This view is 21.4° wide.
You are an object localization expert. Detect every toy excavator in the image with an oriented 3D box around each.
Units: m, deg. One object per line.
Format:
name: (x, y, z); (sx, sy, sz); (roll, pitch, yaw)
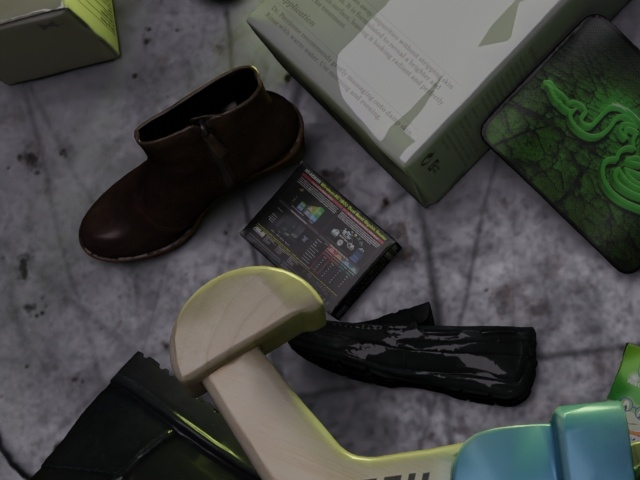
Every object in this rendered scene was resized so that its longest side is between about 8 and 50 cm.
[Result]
toy excavator: (0.120, 0.216, 1.299); (0.445, 0.222, 0.433); (-6, 75, 0)

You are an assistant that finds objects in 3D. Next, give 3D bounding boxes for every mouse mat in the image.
mouse mat: (0.254, -0.084, 1.480); (0.189, 0.007, 0.152); (44, 94, 0)

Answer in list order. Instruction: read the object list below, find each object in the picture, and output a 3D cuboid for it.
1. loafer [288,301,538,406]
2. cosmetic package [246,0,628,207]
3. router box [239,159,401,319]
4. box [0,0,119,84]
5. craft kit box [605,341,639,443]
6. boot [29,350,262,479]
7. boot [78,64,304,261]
loafer: (0.083, 0.093, 1.512); (0.223, 0.076, 0.078); (9, 75, 10)
cosmetic package: (0.148, -0.249, 1.529); (0.385, 0.156, 0.217); (-44, 72, 0)
router box: (0.000, 0.000, 1.568); (0.122, 0.038, 0.092); (42, 90, 18)
box: (-0.291, -0.290, 1.644); (0.127, 0.148, 0.232); (-13, 75, 11)
craft kit box: (0.331, 0.244, 1.428); (0.250, 0.061, 0.247); (22, 86, 17)
boot: (-0.176, 0.360, 1.414); (0.367, 0.146, 0.445); (32, 68, 26)
boot: (-0.138, -0.072, 1.528); (0.248, 0.207, 0.090); (-27, 73, 6)
